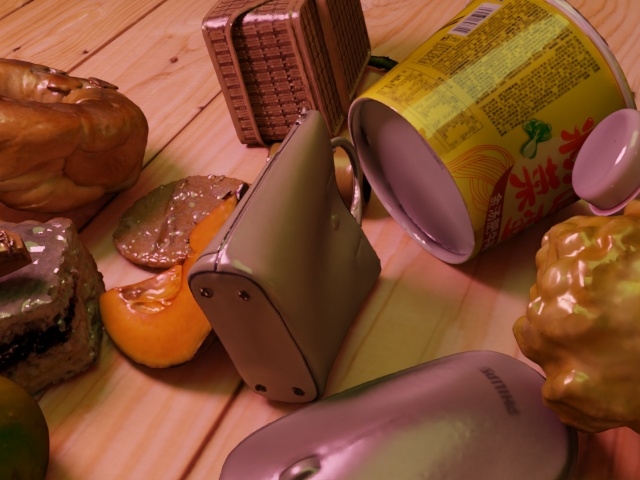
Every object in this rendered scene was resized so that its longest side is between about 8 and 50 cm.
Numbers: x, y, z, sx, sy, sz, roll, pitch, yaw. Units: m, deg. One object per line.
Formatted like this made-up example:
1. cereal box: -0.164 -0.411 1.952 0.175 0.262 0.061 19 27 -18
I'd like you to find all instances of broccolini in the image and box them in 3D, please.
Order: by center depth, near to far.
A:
1. broccolini: 0.136 -0.293 1.394 0.054 0.051 0.239 -39 44 -22

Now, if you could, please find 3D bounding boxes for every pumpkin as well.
1. pumpkin: -0.119 0.064 0.920 0.254 0.130 0.149 -35 64 25

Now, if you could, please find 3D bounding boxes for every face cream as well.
1. face cream: 0.326 -0.070 0.828 0.104 0.117 0.117 27 37 -11

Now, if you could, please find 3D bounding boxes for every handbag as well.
1. handbag: 0.000 0.000 0.871 0.109 0.241 0.315 4 43 33

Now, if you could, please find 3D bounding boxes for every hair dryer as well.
1. hair dryer: -0.021 -0.021 1.042 0.134 0.090 0.279 4 45 13

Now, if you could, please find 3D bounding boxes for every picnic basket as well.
1. picnic basket: -0.034 -0.316 1.298 0.175 0.228 0.313 -2 37 20

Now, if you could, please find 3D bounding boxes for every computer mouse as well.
1. computer mouse: 0.069 0.191 0.727 0.330 0.095 0.197 -18 33 -13

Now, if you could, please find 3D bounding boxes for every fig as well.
1. fig: -0.341 0.199 0.732 0.181 0.191 0.181 6 68 -14

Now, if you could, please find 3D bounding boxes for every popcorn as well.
1. popcorn: 0.305 0.055 0.723 0.241 0.235 0.250 20 17 8

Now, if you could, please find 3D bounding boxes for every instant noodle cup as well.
1. instant noodle cup: 0.189 -0.125 0.978 0.221 0.311 0.311 -33 42 -14

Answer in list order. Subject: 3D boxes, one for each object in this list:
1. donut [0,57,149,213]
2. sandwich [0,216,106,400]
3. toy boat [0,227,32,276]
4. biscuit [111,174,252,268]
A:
1. donut: -0.423 -0.154 1.148 0.360 0.170 0.360 14 19 -5
2. sandwich: -0.408 0.076 0.936 0.325 0.131 0.262 10 39 21
3. toy boat: -0.401 0.044 0.823 0.206 0.064 0.072 -23 56 -14
4. biscuit: -0.179 -0.028 1.112 0.219 0.033 0.220 -7 36 5
